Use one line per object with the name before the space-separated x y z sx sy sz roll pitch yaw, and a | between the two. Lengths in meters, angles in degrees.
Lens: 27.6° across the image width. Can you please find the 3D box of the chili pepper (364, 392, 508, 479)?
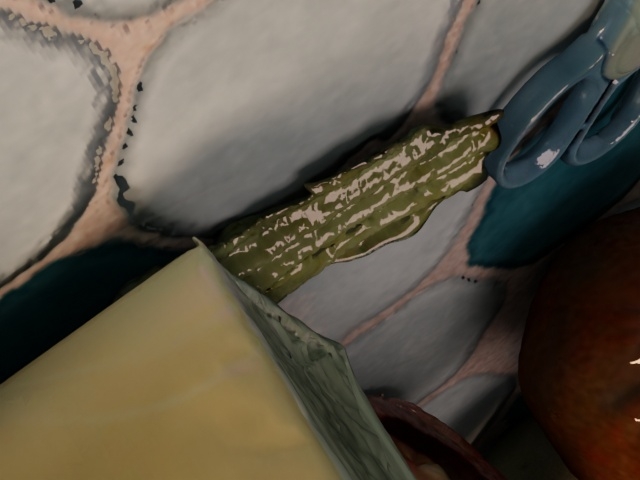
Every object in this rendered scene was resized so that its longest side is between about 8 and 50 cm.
chili pepper | 0.008 0.267 0.777 0.305 0.229 0.251 -61 165 10

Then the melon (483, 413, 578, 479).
melon | 0.229 0.251 1.033 0.272 0.272 0.308 -45 -179 10

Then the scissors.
scissors | 0.166 -0.126 0.638 0.125 0.030 0.256 -18 148 -39

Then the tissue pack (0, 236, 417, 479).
tissue pack | -0.102 0.254 0.520 0.405 0.331 0.205 -35 154 3

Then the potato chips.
potato chips | 0.000 0.000 0.622 0.207 0.028 0.092 -31 152 -15

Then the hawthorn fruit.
hawthorn fruit | 0.237 0.086 0.862 0.210 0.210 0.262 -40 161 0
